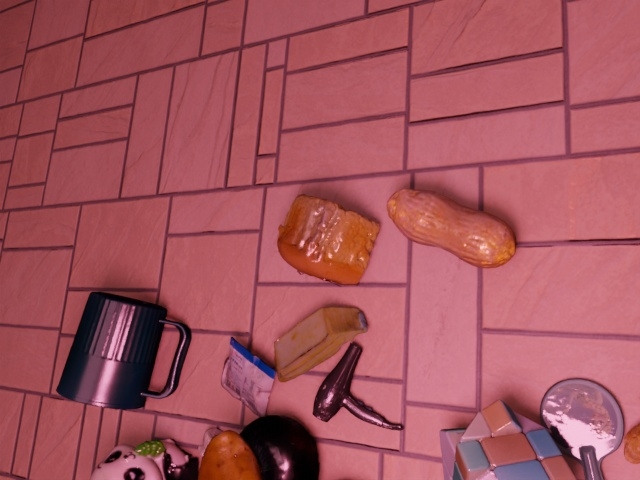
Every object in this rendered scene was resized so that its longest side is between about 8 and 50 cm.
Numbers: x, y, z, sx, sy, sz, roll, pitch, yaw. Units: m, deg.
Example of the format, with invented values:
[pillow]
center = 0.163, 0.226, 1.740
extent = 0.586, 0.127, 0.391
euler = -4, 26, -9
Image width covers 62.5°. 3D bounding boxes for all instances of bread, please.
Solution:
[bread]
center = 0.000, 0.000, 1.327
extent = 0.262, 0.163, 0.204
euler = 20, 90, 22

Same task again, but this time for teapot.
[teapot]
center = -0.282, 0.548, 1.409
extent = 0.083, 0.064, 0.064
euler = 29, 102, -1

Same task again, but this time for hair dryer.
[hair dryer]
center = 0.106, 0.374, 1.248
extent = 0.219, 0.075, 0.195
euler = 27, 82, 20

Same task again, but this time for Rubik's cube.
[Rubik's cube]
center = 0.350, 0.448, 1.007
extent = 0.225, 0.265, 0.213
euler = -7, 30, -5

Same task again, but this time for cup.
[cup]
center = -0.566, 0.313, 1.512
extent = 0.308, 0.242, 0.292
euler = 7, 79, 32

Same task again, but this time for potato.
[potato]
center = -0.181, 0.593, 1.104
extent = 0.177, 0.195, 0.369
euler = -11, 66, -10

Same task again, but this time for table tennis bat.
[table tennis bat]
center = 0.516, 0.391, 1.028
extent = 0.149, 0.038, 0.237
euler = -13, 69, 25

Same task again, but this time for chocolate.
[chocolate]
center = 0.292, -0.029, 1.200
extent = 0.309, 0.134, 0.134
euler = 26, 91, 27

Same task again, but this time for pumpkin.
[pumpkin]
center = -0.109, 0.537, 1.254
extent = 0.233, 0.163, 0.233
euler = -10, 71, 30

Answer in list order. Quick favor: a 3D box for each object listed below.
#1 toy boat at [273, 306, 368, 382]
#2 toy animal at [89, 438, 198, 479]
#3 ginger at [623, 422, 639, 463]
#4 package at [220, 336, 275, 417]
[toy boat]
center = -0.019, 0.250, 1.312
extent = 0.276, 0.084, 0.111
euler = -34, 43, 19
[toy animal]
center = -0.462, 0.620, 1.369
extent = 0.213, 0.267, 0.212
euler = -11, 68, 28
[ginger]
center = 0.633, 0.326, 0.953
extent = 0.115, 0.081, 0.205
euler = 23, 99, 62
[package]
center = -0.193, 0.363, 1.389
extent = 0.171, 0.027, 0.173
euler = 31, 118, 31
